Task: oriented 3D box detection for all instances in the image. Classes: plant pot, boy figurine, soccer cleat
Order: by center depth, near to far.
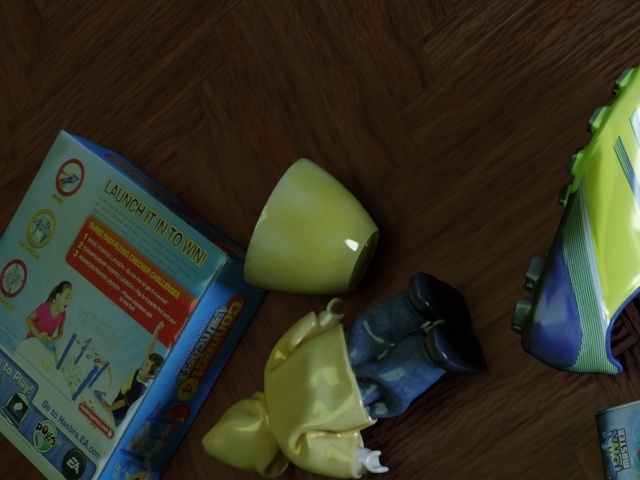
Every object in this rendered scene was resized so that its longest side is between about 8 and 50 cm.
[{"bbox_3d":[0.261,-0.020,1.503,0.121,0.093,0.289,21,84,9],"label":"soccer cleat"},{"bbox_3d":[0.014,0.149,1.621,0.285,0.092,0.177,-35,58,25],"label":"boy figurine"},{"bbox_3d":[0.000,0.000,1.667,0.095,0.134,0.134,24,91,13],"label":"plant pot"}]

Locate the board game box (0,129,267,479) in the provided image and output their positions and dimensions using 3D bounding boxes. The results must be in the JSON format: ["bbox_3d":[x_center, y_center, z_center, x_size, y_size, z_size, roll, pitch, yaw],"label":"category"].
[{"bbox_3d":[-0.236,0.084,1.834,0.308,0.086,0.302,36,98,39],"label":"board game box"}]

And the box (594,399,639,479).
[{"bbox_3d":[0.294,0.229,1.414,0.114,0.036,0.207,-20,64,32],"label":"box"}]
